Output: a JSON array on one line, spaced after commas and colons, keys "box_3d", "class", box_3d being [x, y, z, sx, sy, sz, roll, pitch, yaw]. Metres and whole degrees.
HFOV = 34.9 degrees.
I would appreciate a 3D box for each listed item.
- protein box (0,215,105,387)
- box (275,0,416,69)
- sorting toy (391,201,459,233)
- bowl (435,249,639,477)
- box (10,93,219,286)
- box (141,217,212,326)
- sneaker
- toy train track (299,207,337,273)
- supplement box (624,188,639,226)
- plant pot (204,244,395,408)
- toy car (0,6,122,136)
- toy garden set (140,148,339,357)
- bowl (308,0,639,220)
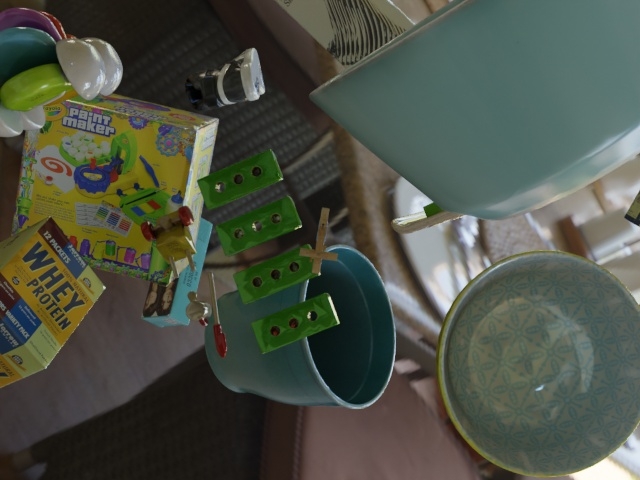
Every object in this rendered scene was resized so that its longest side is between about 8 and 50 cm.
[{"box_3d": [-0.449, 0.101, 1.427, 0.136, 0.201, 0.200, 56, 29, -19], "class": "protein box"}, {"box_3d": [0.045, -0.371, 1.675, 0.275, 0.113, 0.094, 42, 36, 1], "class": "box"}, {"box_3d": [0.209, -0.058, 1.264, 0.193, 0.208, 0.038, -15, 88, -65], "class": "sorting toy"}, {"box_3d": [0.281, 0.161, 1.371, 0.289, 0.289, 0.156, 62, -8, 0], "class": "bowl"}, {"box_3d": [-0.359, -0.104, 1.790, 0.177, 0.290, 0.279, -60, 164, -74], "class": "box"}, {"box_3d": [-0.320, 0.067, 2.273, 0.060, 0.100, 0.244, 31, 61, -42], "class": "box"}, {"box_3d": [-0.160, -0.264, 1.675, 0.217, 0.121, 0.079, -86, 164, -76], "class": "sneaker"}, {"box_3d": [0.000, 0.000, 1.291, 0.014, 0.048, 0.083, -152, -109, -87], "class": "toy train track"}, {"box_3d": [0.492, -0.046, 1.440, 0.083, 0.083, 0.056, 27, 10, -2], "class": "supplement box"}, {"box_3d": [-0.051, 0.161, 1.747, 0.271, 0.255, 0.272, 21, 63, -51], "class": "plant pot"}, {"box_3d": [-0.337, -0.212, 1.214, 0.182, 0.159, 0.136, -73, 139, -77], "class": "toy car"}, {"box_3d": [-0.109, 0.032, 1.345, 0.049, 0.203, 0.244, 18, 50, -78], "class": "toy garden set"}, {"box_3d": [0.163, -0.130, 0.797, 0.163, 0.311, 0.311, 57, 24, -9], "class": "bowl"}]
